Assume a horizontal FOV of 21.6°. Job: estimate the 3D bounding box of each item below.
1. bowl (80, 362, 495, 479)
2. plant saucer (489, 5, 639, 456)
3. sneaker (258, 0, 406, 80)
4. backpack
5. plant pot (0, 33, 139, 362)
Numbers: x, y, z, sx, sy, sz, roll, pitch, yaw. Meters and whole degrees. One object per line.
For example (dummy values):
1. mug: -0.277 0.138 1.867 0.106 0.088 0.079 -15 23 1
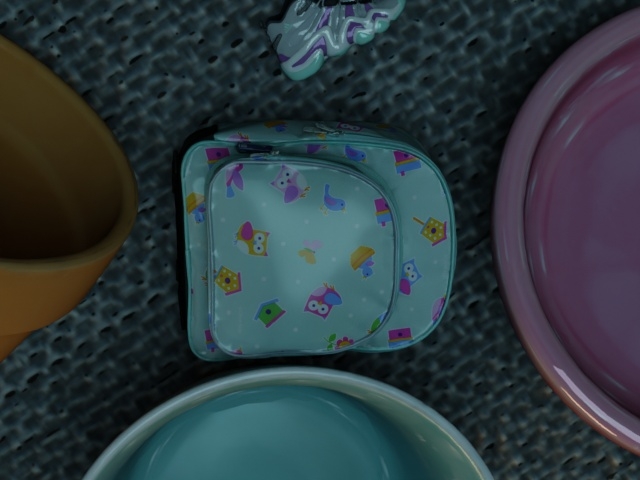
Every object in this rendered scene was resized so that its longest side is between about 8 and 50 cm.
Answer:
1. bowl: -0.034 0.210 1.173 0.312 0.163 0.311 -2 105 -8
2. plant saucer: 0.274 -0.001 1.148 0.332 0.084 0.332 1 78 -6
3. sneaker: 0.004 -0.160 1.142 0.098 0.038 0.069 -33 108 1
4. backpack: 0.000 0.000 1.134 0.188 0.144 0.166 -3 100 -10
5. plant pot: -0.285 -0.004 1.036 0.291 0.291 0.203 25 116 -13
